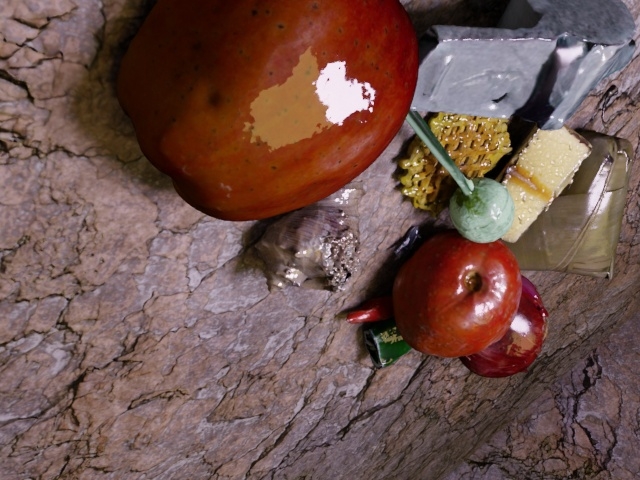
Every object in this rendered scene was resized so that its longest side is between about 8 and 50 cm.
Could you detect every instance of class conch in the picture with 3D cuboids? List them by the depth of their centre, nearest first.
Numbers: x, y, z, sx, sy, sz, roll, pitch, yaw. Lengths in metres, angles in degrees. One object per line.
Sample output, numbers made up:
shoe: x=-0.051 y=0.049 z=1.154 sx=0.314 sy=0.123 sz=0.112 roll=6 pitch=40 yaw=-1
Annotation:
conch: x=0.000 y=0.000 z=1.032 sx=0.245 sy=0.163 sz=0.178 roll=-53 pitch=-179 yaw=-16

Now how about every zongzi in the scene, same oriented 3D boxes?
zongzi: x=0.534 y=-0.121 z=1.429 sx=0.417 sy=0.181 sz=0.447 roll=-2 pitch=113 yaw=-6

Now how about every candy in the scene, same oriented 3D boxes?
candy: x=0.218 y=-0.136 z=1.059 sx=0.119 sy=0.119 sz=0.440 roll=-45 pitch=131 yaw=2

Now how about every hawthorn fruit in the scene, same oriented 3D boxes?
hawthorn fruit: x=0.280 y=0.104 z=1.287 sx=0.284 sy=0.284 sz=0.284 roll=-26 pitch=141 yaw=-23

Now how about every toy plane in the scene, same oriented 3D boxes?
toy plane: x=0.180 y=0.008 z=1.278 sx=0.078 sy=0.031 sz=0.083 roll=-11 pitch=138 yaw=-59

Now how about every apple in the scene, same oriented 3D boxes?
apple: x=-0.054 y=-0.194 z=0.767 sx=0.365 sy=0.295 sz=0.329 roll=-39 pitch=107 yaw=-8

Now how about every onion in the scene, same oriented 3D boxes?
onion: x=0.436 y=0.203 z=1.542 sx=0.276 sy=0.276 sz=0.276 roll=-26 pitch=141 yaw=-23

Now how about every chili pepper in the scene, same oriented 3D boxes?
chili pepper: x=0.121 y=0.150 z=1.344 sx=0.191 sy=0.059 sz=0.050 roll=-10 pitch=96 yaw=-42
chili pepper: x=0.229 y=0.186 z=1.455 sx=0.270 sy=0.099 sz=0.136 roll=-28 pitch=124 yaw=-13

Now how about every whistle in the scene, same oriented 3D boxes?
whistle: x=0.311 y=-0.269 z=0.937 sx=0.404 sy=0.188 sz=0.168 roll=-32 pitch=159 yaw=-31

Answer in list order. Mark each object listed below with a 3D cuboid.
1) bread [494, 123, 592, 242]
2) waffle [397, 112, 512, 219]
bread: x=0.424 y=-0.134 z=1.286 sx=0.178 sy=0.142 sz=0.266 roll=29 pitch=111 yaw=-22
waffle: x=0.253 y=-0.160 z=1.161 sx=0.245 sy=0.052 sz=0.254 roll=-46 pitch=144 yaw=5
